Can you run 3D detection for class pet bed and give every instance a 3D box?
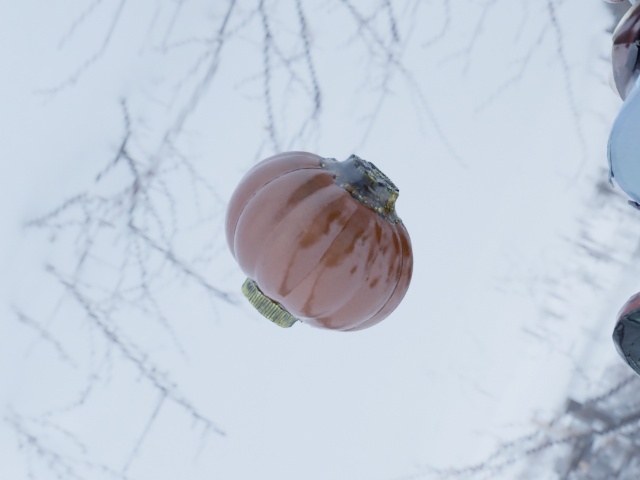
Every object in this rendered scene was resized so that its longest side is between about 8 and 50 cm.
[{"bbox_3d":[0.479,0.132,1.838,0.201,0.201,0.053,96,12,-50],"label":"pet bed"}]

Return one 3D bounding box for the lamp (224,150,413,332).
[{"bbox_3d":[0.000,0.000,1.528,0.196,0.223,0.223,-51,167,11],"label":"lamp"}]

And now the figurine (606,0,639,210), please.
[{"bbox_3d":[0.323,-0.213,1.107,0.277,0.248,0.388,-53,-151,42],"label":"figurine"}]
